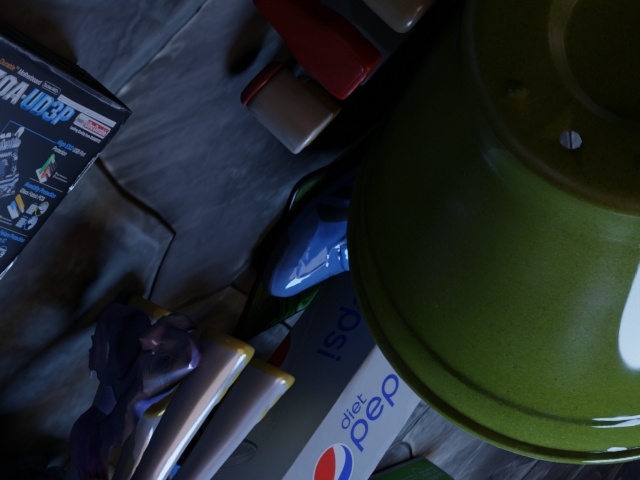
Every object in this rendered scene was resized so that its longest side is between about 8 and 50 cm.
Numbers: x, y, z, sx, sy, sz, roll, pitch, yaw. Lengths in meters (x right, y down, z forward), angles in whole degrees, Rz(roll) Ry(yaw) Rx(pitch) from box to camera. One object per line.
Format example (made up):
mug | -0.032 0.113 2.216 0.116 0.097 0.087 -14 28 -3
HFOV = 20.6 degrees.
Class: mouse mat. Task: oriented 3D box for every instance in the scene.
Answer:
mouse mat | 0.000 0.000 1.502 0.153 0.007 0.189 -27 150 -45

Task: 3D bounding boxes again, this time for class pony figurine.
pony figurine | -0.163 0.224 1.258 0.363 0.303 0.351 -63 169 -6

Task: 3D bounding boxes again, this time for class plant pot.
plant pot | 0.203 -0.064 1.243 0.366 0.366 0.353 -44 165 -15

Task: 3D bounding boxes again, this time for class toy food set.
toy food set | 0.003 -0.154 1.173 0.232 0.104 0.111 -46 -178 46

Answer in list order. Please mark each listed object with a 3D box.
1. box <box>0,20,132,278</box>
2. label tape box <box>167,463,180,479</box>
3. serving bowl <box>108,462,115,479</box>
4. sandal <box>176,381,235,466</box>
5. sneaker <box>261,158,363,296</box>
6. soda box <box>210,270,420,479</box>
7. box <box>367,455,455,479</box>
box | -0.214 -0.041 0.948 0.175 0.051 0.220 -51 159 4
label tape box | -0.111 0.344 1.661 0.249 0.115 0.347 -5 93 -61
serving bowl | -0.195 0.224 1.463 0.083 0.027 0.083 -40 156 -22
sandal | -0.075 0.158 1.536 0.219 0.060 0.090 10 94 -53
sneaker | 0.045 -0.015 1.446 0.209 0.082 0.069 -41 159 -19
soda box | 0.004 0.140 1.492 0.286 0.098 0.091 -54 134 -19
box | 0.052 0.401 2.108 0.262 0.127 0.231 -8 134 -59
